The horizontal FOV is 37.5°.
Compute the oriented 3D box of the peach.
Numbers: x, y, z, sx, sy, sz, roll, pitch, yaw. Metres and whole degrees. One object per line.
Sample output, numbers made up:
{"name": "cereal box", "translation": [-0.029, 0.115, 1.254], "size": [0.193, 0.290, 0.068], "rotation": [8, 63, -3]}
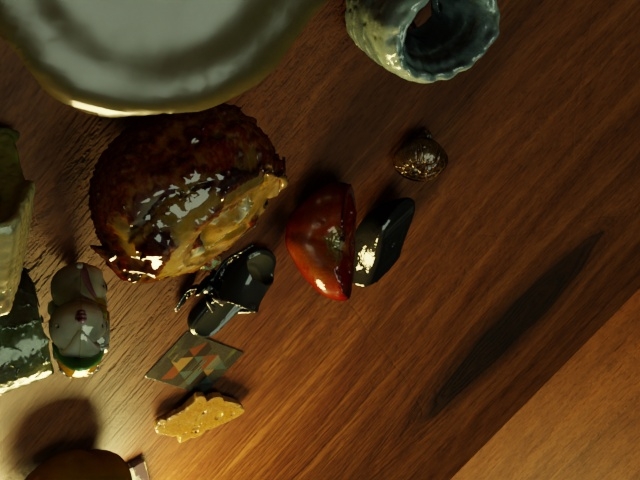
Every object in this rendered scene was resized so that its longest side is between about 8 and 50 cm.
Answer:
{"name": "peach", "translation": [-0.524, 0.548, 2.005], "size": [0.251, 0.153, 0.251], "rotation": [-22, 148, -15]}

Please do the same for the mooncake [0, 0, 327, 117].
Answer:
{"name": "mooncake", "translation": [-0.214, -0.383, 1.128], "size": [0.467, 0.262, 0.467], "rotation": [-16, 131, -19]}

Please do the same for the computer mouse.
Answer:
{"name": "computer mouse", "translation": [0.127, -0.006, 2.049], "size": [0.147, 0.088, 0.264], "rotation": [-37, 150, -39]}

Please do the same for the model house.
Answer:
{"name": "model house", "translation": [-0.482, -0.020, 1.334], "size": [0.175, 0.234, 0.193], "rotation": [-10, 137, -36]}

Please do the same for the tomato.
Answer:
{"name": "tomato", "translation": [0.000, 0.000, 1.869], "size": [0.200, 0.140, 0.233], "rotation": [8, 86, -79]}

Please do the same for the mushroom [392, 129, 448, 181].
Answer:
{"name": "mushroom", "translation": [0.208, -0.167, 1.945], "size": [0.109, 0.085, 0.126], "rotation": [-48, 139, 12]}

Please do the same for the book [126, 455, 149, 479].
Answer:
{"name": "book", "translation": [-0.505, 0.600, 2.183], "size": [0.231, 0.026, 0.157], "rotation": [-25, 143, -21]}

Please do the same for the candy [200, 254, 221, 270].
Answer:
{"name": "candy", "translation": [-0.246, 0.003, 1.751], "size": [0.056, 0.049, 0.184], "rotation": [-4, 149, 27]}

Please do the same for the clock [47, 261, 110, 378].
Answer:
{"name": "clock", "translation": [-0.404, 0.126, 1.577], "size": [0.103, 0.231, 0.144], "rotation": [1, 130, -20]}

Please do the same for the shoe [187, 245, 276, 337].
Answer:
{"name": "shoe", "translation": [-0.165, 0.124, 1.916], "size": [0.241, 0.093, 0.108], "rotation": [-47, 144, 13]}

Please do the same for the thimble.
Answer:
{"name": "thimble", "translation": [0.178, -0.382, 1.583], "size": [0.250, 0.172, 0.205], "rotation": [-20, 129, -23]}

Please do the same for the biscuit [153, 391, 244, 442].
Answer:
{"name": "biscuit", "translation": [-0.277, 0.401, 2.168], "size": [0.250, 0.035, 0.162], "rotation": [2, 133, -43]}

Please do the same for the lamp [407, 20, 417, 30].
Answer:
{"name": "lamp", "translation": [0.140, -0.368, 1.710], "size": [0.083, 0.031, 0.063], "rotation": [-46, 147, 3]}

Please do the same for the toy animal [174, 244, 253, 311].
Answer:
{"name": "toy animal", "translation": [-0.212, 0.085, 1.830], "size": [0.220, 0.108, 0.062], "rotation": [-38, 117, 22]}

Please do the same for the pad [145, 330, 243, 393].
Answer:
{"name": "pad", "translation": [-0.272, 0.270, 2.054], "size": [0.143, 0.003, 0.211], "rotation": [-47, 145, 9]}

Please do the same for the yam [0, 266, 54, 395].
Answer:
{"name": "yam", "translation": [-0.579, 0.174, 1.501], "size": [0.300, 0.195, 0.195], "rotation": [-19, 140, -28]}

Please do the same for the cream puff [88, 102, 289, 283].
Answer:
{"name": "cream puff", "translation": [-0.228, -0.088, 1.498], "size": [0.350, 0.228, 0.350], "rotation": [-40, 169, -9]}
